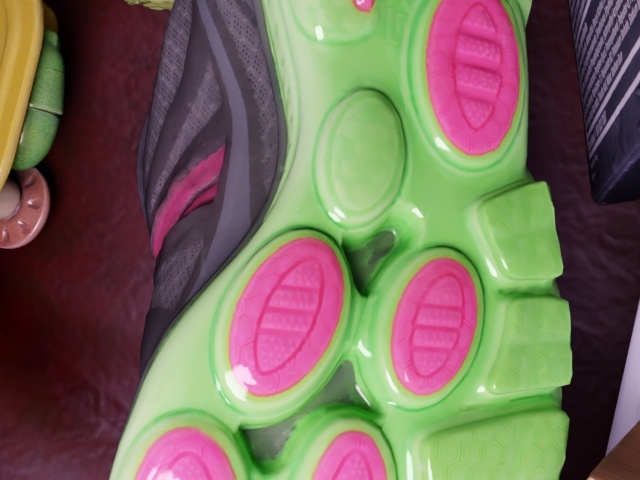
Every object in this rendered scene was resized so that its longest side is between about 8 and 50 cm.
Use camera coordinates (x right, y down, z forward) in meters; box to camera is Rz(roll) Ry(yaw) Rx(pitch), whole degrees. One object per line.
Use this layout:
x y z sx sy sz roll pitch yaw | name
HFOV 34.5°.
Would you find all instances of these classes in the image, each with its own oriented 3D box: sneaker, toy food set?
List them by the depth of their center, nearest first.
0.000 0.000 0.492 0.185 0.202 0.482 15 70 -15 | sneaker
-0.200 -0.056 0.602 0.128 0.071 0.217 9 83 32 | toy food set

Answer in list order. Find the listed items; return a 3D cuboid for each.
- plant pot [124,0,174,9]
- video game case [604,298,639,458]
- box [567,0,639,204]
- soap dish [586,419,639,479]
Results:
-0.086 -0.174 0.594 0.083 0.083 0.079 6 96 8 | plant pot
0.227 0.056 0.474 0.183 0.023 0.201 -1 115 -11 | video game case
0.202 -0.189 0.444 0.183 0.296 0.294 -8 83 7 | box
0.173 0.223 0.435 0.229 0.118 0.290 22 127 9 | soap dish
